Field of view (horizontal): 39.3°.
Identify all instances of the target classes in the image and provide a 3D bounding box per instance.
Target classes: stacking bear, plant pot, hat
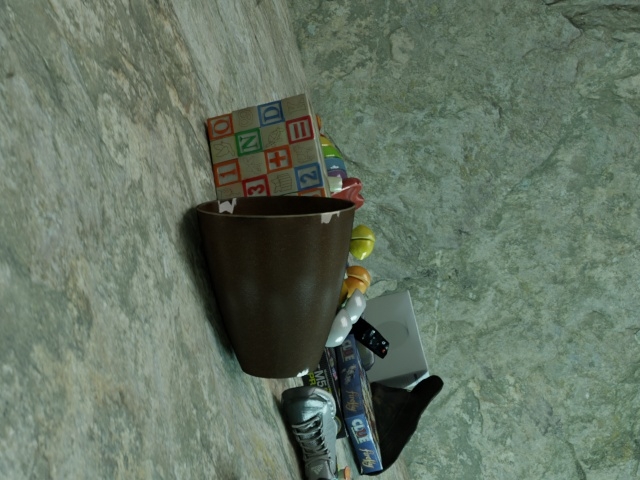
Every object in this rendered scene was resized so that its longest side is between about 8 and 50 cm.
[{"bbox_3d":[-0.023,-0.206,2.249,0.175,0.164,0.288,74,-8,-71],"label":"stacking bear"},{"bbox_3d":[-0.058,0.064,1.231,0.215,0.216,0.230,-69,159,-79],"label":"plant pot"},{"bbox_3d":[0.154,0.422,2.201,0.134,0.331,0.331,38,8,0],"label":"hat"}]

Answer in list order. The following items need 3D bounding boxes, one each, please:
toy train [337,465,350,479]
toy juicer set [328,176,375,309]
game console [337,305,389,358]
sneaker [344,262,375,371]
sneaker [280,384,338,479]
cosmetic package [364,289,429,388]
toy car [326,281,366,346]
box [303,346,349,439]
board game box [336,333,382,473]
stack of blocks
[{"bbox_3d":[0.042,0.495,1.702,0.125,0.046,0.166,-31,106,-84],"label":"toy train"},{"bbox_3d":[0.000,0.000,1.729,0.089,0.209,0.328,-112,-175,-68],"label":"toy juicer set"},{"bbox_3d":[0.013,0.128,1.966,0.213,0.044,0.361,34,-10,43],"label":"game console"},{"bbox_3d":[0.062,0.179,2.189,0.299,0.111,0.121,69,-21,1],"label":"sneaker"},{"bbox_3d":[-0.006,0.336,1.487,0.228,0.086,0.132,68,12,-55],"label":"sneaker"},{"bbox_3d":[0.153,0.278,2.359,0.138,0.225,0.224,68,10,-65],"label":"cosmetic package"},{"bbox_3d":[-0.019,0.132,1.645,0.136,0.159,0.182,-59,175,32],"label":"toy car"},{"bbox_3d":[0.014,0.284,1.872,0.270,0.060,0.216,1,74,-84],"label":"box"},{"bbox_3d":[0.079,0.334,1.860,0.243,0.042,0.165,-96,170,-56],"label":"board game box"},{"bbox_3d":[-0.071,-0.069,1.432,0.087,0.171,0.297,60,17,-67],"label":"stack of blocks"}]
